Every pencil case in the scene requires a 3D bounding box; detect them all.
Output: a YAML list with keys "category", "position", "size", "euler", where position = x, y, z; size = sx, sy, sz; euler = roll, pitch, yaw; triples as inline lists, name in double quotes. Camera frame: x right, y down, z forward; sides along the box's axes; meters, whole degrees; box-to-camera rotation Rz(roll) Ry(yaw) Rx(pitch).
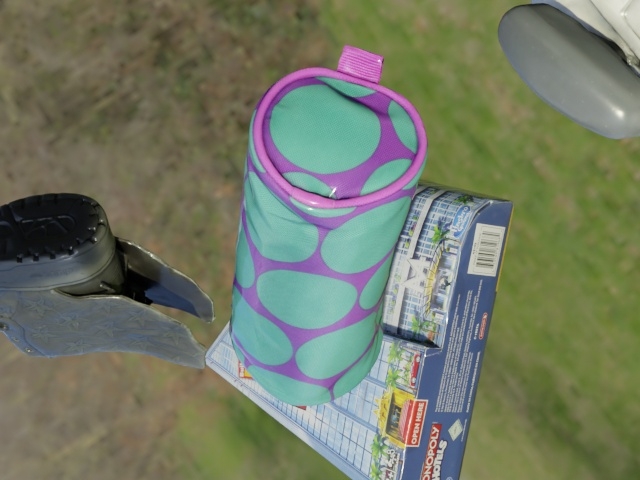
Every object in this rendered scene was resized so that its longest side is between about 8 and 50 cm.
- category: "pencil case"
  position: [0.000, 0.000, 0.692]
  size: [0.064, 0.070, 0.152]
  euler: [21, 148, 7]

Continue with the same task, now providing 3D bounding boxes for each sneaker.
- category: "sneaker"
  position: [-0.137, 0.021, 0.807]
  size: [0.089, 0.170, 0.051]
  euler: [73, -160, -52]

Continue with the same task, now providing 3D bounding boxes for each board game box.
- category: "board game box"
  position: [0.015, 0.050, 1.161]
  size: [0.194, 0.060, 0.194]
  euler: [15, 96, 44]

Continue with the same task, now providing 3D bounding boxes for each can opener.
- category: "can opener"
  position: [0.110, -0.174, 1.039]
  size: [0.283, 0.095, 0.076]
  euler: [53, 132, 20]
